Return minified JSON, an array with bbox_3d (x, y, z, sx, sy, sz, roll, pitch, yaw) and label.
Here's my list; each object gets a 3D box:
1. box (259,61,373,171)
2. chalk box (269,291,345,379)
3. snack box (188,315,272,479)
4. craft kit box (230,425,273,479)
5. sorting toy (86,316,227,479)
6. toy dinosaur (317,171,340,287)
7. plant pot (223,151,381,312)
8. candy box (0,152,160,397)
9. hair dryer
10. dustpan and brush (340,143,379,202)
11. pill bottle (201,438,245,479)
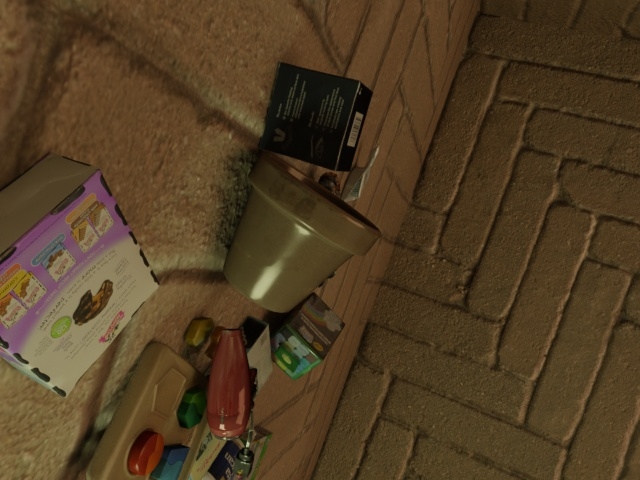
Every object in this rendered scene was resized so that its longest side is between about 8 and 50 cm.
[{"bbox_3d":[-0.008,-0.221,0.845,0.093,0.158,0.155,-18,126,-68],"label":"box"},{"bbox_3d":[-0.054,0.261,1.206,0.132,0.132,0.213,-43,-179,36],"label":"chalk box"},{"bbox_3d":[-0.211,0.342,1.006,0.322,0.060,0.187,-53,154,-44],"label":"snack box"},{"bbox_3d":[-0.238,0.664,1.297,0.249,0.061,0.246,-67,160,-10],"label":"craft kit box"},{"bbox_3d":[-0.237,0.266,0.784,0.229,0.041,0.307,65,36,-52],"label":"sorting toy"},{"bbox_3d":[0.000,0.000,1.161,0.218,0.165,0.321,-71,153,-61],"label":"toy dinosaur"},{"bbox_3d":[-0.057,0.002,0.852,0.229,0.263,0.263,-55,165,8],"label":"plant pot"},{"bbox_3d":[-0.269,0.041,0.476,0.196,0.070,0.164,88,27,-50],"label":"candy box"},{"bbox_3d":[-0.167,0.286,0.894,0.223,0.080,0.293,-97,-172,-55],"label":"hair dryer"},{"bbox_3d":[0.132,-0.207,1.465,0.147,0.060,0.211,-26,133,-67],"label":"dustpan and brush"},{"bbox_3d":[-0.247,0.516,1.029,0.169,0.094,0.094,-42,148,-57],"label":"pill bottle"}]
